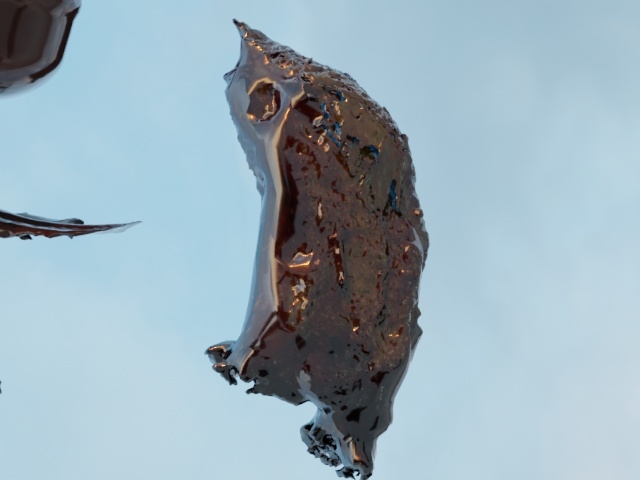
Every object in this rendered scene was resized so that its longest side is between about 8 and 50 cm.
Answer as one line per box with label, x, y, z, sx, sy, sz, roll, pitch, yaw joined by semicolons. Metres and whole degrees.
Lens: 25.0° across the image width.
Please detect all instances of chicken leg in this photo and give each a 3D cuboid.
chicken leg;0.000;0.000;0.693;0.105;0.063;0.234;6;-109;-12

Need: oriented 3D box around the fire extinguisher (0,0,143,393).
fire extinguisher;-0.089;-0.127;0.415;0.106;0.147;0.337;1;-74;-63
